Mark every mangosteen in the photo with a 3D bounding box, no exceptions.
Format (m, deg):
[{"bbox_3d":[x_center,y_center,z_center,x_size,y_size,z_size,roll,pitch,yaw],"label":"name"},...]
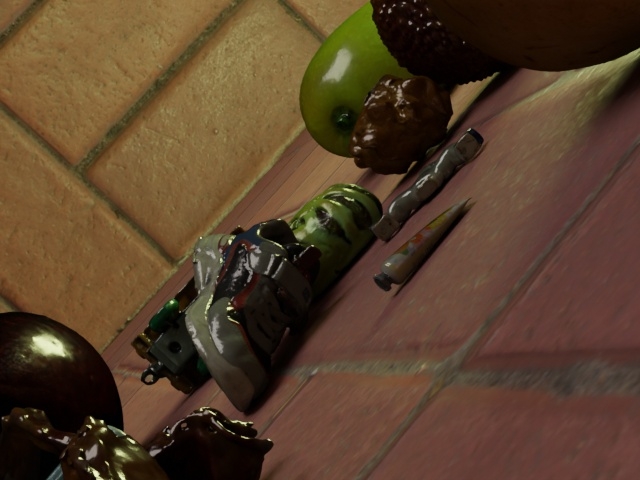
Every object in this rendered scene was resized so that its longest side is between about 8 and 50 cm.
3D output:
[{"bbox_3d":[-0.363,0.212,1.525,0.297,0.293,0.297,-39,-43,-48],"label":"mangosteen"}]

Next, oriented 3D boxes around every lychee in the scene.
[{"bbox_3d":[0.148,-0.253,1.530,0.194,0.194,0.194,-46,7,7],"label":"lychee"}]

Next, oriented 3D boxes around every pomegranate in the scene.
[{"bbox_3d":[0.180,-0.245,1.013,0.264,0.264,0.264,-46,7,7],"label":"pomegranate"}]

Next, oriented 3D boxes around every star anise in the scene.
[{"bbox_3d":[-0.154,0.188,0.960,0.237,0.148,0.346,-47,16,-23],"label":"star anise"}]

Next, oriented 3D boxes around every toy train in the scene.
[{"bbox_3d":[-0.120,0.080,1.637,0.227,0.091,0.136,-49,-4,-3],"label":"toy train"}]

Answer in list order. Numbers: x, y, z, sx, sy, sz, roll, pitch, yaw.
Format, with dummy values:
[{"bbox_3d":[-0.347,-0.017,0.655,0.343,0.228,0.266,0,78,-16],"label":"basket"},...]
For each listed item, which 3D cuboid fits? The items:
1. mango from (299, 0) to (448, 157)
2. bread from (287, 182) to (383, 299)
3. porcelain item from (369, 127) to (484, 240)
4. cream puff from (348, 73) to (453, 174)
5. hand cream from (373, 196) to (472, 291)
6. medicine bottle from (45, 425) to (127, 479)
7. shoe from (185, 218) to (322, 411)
[{"bbox_3d":[0.099,-0.239,1.836,0.343,0.156,0.192,-47,14,-31],"label":"mango"},{"bbox_3d":[0.000,0.000,1.419,0.139,0.071,0.130,-45,3,14],"label":"bread"},{"bbox_3d":[0.100,-0.058,1.325,0.136,0.021,0.075,-45,7,20],"label":"porcelain item"},{"bbox_3d":[0.088,-0.123,1.521,0.116,0.094,0.122,-55,-13,-69],"label":"cream puff"},{"bbox_3d":[0.080,0.001,1.120,0.102,0.022,0.035,-45,0,-21],"label":"hand cream"},{"bbox_3d":[-0.253,0.279,1.321,0.258,0.079,0.124,-51,4,-34],"label":"medicine bottle"},{"bbox_3d":[-0.047,0.057,1.290,0.126,0.099,0.227,-21,34,9],"label":"shoe"}]
